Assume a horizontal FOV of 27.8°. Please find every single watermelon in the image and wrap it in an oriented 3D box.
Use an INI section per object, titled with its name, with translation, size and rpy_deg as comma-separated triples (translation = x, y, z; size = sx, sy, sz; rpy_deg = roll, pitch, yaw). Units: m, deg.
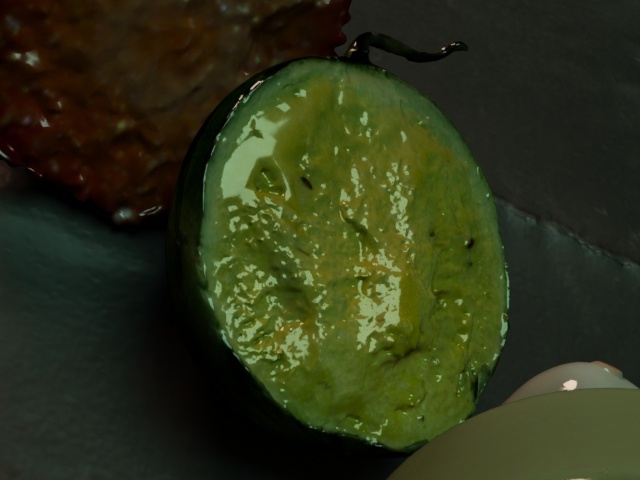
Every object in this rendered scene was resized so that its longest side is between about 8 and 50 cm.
[watermelon]
translation = -0.001, 0.007, 0.712
size = 0.204, 0.127, 0.232
rpy_deg = -3, 79, -36

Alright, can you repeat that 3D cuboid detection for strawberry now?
[strawberry]
translation = -0.113, -0.136, 0.763
size = 0.234, 0.234, 0.178
rpy_deg = 10, 20, -26

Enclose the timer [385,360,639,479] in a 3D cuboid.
[timer]
translation = 0.139, 0.170, 0.620
size = 0.290, 0.291, 0.315
rpy_deg = 35, 21, -3
